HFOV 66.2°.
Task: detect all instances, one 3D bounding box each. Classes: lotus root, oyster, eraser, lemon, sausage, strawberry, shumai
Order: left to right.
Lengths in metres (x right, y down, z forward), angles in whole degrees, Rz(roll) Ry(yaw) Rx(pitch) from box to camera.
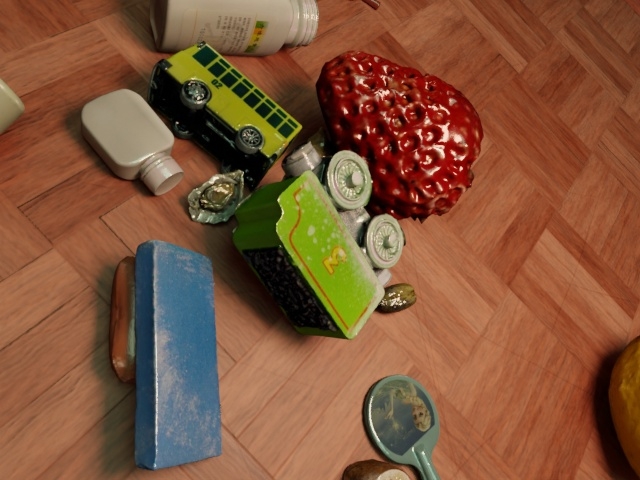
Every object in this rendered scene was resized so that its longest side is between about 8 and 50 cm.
[{"bbox_3d":[-0.280,0.117,0.742,0.077,0.077,0.194,4,66,-25],"label":"sausage"},{"bbox_3d":[-0.210,0.161,0.727,0.144,0.042,0.312,29,50,-60],"label":"eraser"},{"bbox_3d":[-0.189,-0.080,0.886,0.100,0.037,0.098,-2,100,-18],"label":"oyster"},{"bbox_3d":[0.003,-0.150,0.999,0.123,0.105,0.139,36,82,-12],"label":"shumai"},{"bbox_3d":[0.098,0.419,0.793,0.112,0.081,0.122,27,58,-21],"label":"lotus root"},{"bbox_3d":[0.147,0.114,0.967,0.099,0.049,0.054,-13,82,-31],"label":"lotus root"},{"bbox_3d":[0.147,-0.228,0.963,0.345,0.295,0.318,49,57,-20],"label":"strawberry"},{"bbox_3d":[0.789,0.334,1.020,0.363,0.364,0.365,11,63,-22],"label":"lemon"}]

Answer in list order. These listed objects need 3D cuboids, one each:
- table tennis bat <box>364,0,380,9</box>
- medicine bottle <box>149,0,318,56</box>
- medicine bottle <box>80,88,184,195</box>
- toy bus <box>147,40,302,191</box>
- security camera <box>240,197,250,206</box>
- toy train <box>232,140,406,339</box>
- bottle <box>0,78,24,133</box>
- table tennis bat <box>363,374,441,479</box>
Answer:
[{"bbox_3d":[0.093,-0.671,1.318,0.154,0.019,0.098,29,57,-9],"label":"table tennis bat"},{"bbox_3d":[-0.167,-0.459,0.995,0.324,0.179,0.124,-8,72,-28],"label":"medicine bottle"},{"bbox_3d":[-0.320,-0.168,0.855,0.183,0.069,0.119,49,55,2],"label":"medicine bottle"},{"bbox_3d":[-0.178,-0.237,0.922,0.262,0.128,0.150,41,56,-6],"label":"toy bus"},{"bbox_3d":[-0.110,-0.050,0.923,0.092,0.058,0.058,17,60,-4],"label":"security camera"},{"bbox_3d":[0.000,0.000,0.843,0.249,0.173,0.307,-47,116,-33],"label":"toy train"},{"bbox_3d":[-0.581,-0.122,0.616,0.229,0.229,0.352,39,77,-5],"label":"bottle"},{"bbox_3d":[0.165,0.357,0.876,0.149,0.038,0.237,-14,72,-31],"label":"table tennis bat"}]
